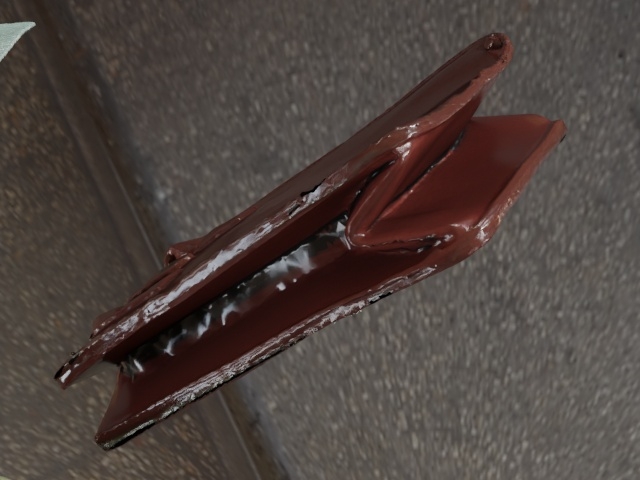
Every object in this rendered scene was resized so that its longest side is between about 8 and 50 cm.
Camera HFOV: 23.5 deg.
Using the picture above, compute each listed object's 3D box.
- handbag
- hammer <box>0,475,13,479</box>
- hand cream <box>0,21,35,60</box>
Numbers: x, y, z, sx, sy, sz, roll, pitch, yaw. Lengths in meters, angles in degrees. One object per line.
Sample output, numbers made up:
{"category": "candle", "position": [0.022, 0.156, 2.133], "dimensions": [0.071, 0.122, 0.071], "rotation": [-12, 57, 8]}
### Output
{"category": "handbag", "position": [-0.001, -0.001, 0.902], "dimensions": [0.275, 0.260, 0.084], "rotation": [-31, 98, 28]}
{"category": "hammer", "position": [-0.253, 0.245, 0.857], "dimensions": [0.305, 0.113, 0.202], "rotation": [-20, 73, 42]}
{"category": "hand cream", "position": [-0.281, -0.058, 0.619], "dimensions": [0.331, 0.085, 0.058], "rotation": [-7, 114, 15]}
